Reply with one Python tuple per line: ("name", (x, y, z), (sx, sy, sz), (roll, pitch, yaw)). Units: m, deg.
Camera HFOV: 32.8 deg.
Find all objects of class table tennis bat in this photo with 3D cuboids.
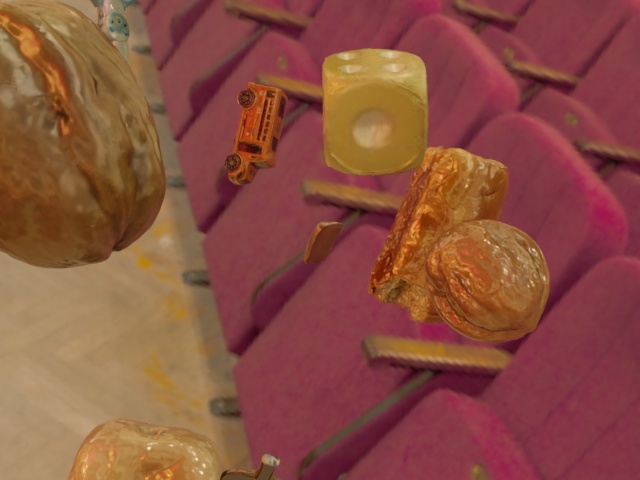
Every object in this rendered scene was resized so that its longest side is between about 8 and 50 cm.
("table tennis bat", (-0.071, 0.289, 1.301), (0.095, 0.158, 0.014), (18, 57, -2))

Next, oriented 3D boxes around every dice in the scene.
("dice", (0.086, -0.210, 1.764), (0.166, 0.169, 0.169), (0, 26, 0))

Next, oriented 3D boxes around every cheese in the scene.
("cheese", (-0.240, 0.338, 1.448), (0.218, 0.235, 0.117), (47, -10, 7))

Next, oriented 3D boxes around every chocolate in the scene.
("chocolate", (0.000, 0.000, 2.145), (0.064, 0.101, 0.031), (-7, 44, -39))

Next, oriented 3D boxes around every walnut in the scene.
("walnut", (0.208, 0.049, 1.345), (0.166, 0.149, 0.166), (47, -3, 3))
("walnut", (-0.282, -0.100, 1.075), (0.283, 0.283, 0.227), (35, 42, 21))

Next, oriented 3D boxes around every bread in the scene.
("bread", (0.237, -0.008, 2.107), (0.195, 0.344, 0.149), (18, 6, -31))

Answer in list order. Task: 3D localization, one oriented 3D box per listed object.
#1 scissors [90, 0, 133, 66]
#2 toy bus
("scissors", (-0.353, -0.363, 1.848), (0.125, 0.030, 0.256), (1, 78, -51))
("toy bus", (-0.123, -0.202, 2.115), (0.088, 0.194, 0.083), (10, -6, 14))
